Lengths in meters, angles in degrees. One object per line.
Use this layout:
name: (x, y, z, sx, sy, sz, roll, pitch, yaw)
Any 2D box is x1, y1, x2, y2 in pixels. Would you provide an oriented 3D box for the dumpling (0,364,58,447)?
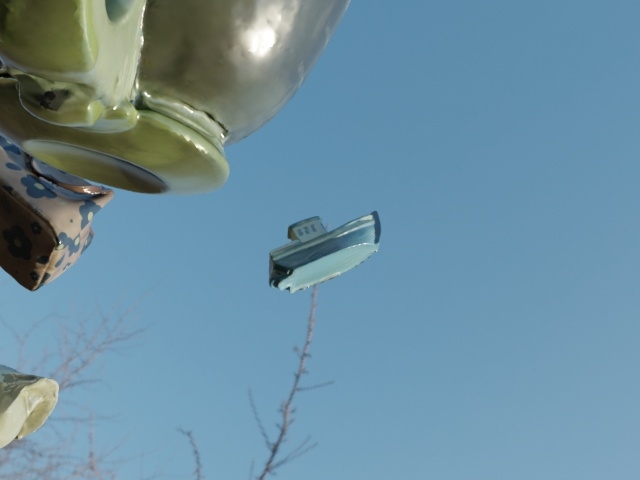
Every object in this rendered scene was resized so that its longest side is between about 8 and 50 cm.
dumpling: (-0.204, 0.102, 0.511, 0.052, 0.076, 0.057, 42, -19, 11)

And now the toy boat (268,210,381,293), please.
toy boat: (0.000, 0.000, 1.316, 0.102, 0.215, 0.088, 60, -19, 26)

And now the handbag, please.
handbag: (-0.504, -0.068, 1.445, 0.251, 0.193, 0.190, 41, -54, 2)

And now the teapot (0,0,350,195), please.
teapot: (-0.076, -0.149, 0.446, 0.322, 0.240, 0.239, -8, -113, 58)
